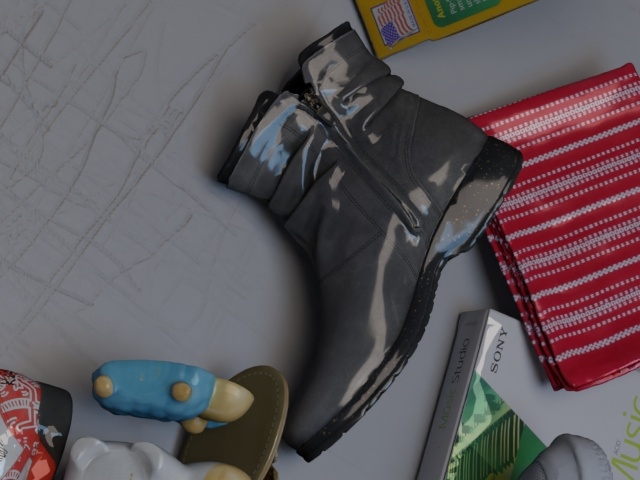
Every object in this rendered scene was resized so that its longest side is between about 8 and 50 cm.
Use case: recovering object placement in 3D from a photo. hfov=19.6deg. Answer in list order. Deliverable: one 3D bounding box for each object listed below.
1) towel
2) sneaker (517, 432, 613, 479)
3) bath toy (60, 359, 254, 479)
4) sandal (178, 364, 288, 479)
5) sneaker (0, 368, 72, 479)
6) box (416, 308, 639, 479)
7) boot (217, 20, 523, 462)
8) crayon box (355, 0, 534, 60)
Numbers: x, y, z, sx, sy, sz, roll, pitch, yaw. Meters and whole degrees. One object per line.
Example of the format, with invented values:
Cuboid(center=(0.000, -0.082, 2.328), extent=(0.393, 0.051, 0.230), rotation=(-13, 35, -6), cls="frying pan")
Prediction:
Cuboid(center=(0.250, -0.014, 1.665), extent=(0.199, 0.031, 0.274), rotation=(-18, 74, -12), cls="towel")
Cuboid(center=(0.085, 0.302, 1.507), extent=(0.210, 0.137, 0.365), rotation=(25, 97, -19), cls="sneaker")
Cuboid(center=(-0.142, 0.272, 1.418), extent=(0.151, 0.129, 0.348), rotation=(12, 72, 6), cls="bath toy")
Cuboid(center=(-0.074, 0.224, 1.531), extent=(0.079, 0.088, 0.240), rotation=(35, 74, -51), cls="sandal")
Cuboid(center=(-0.290, 0.222, 1.405), extent=(0.145, 0.090, 0.270), rotation=(19, 72, -22), cls="sneaker")
Cuboid(center=(0.242, 0.223, 1.680), extent=(0.322, 0.058, 0.232), rotation=(22, 74, -20), cls="box")
Cuboid(center=(0.000, 0.000, 1.578), extent=(0.223, 0.118, 0.338), rotation=(33, 73, -6), cls="boot")
Cuboid(center=(0.167, -0.310, 1.627), extent=(0.203, 0.323, 0.083), rotation=(69, 24, -3), cls="crayon box")
